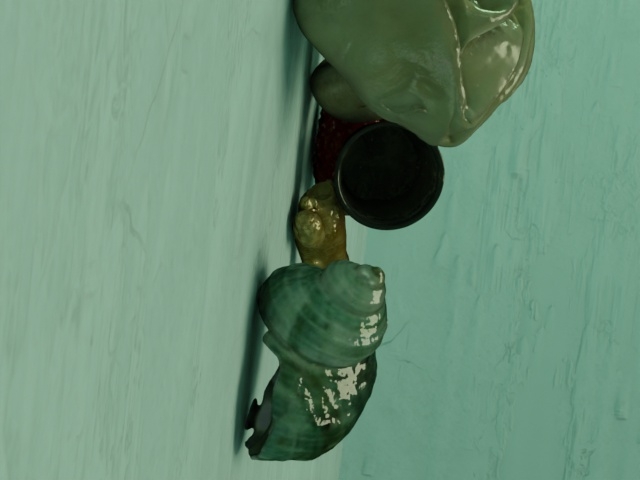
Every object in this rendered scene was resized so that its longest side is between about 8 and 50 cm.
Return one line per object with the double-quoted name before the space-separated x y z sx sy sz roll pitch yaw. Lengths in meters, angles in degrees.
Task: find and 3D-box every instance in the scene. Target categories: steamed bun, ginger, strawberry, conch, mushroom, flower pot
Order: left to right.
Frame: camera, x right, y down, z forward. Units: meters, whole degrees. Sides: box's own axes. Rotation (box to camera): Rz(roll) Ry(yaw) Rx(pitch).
"conch" -0.006 0.128 1.527 0.277 0.195 0.220 -51 179 24
"ginger" 0.001 -0.014 1.832 0.205 0.081 0.115 75 5 -60
"strawberry" 0.078 -0.160 1.957 0.205 0.205 0.244 12 71 -85
"mushroom" 0.072 -0.267 1.776 0.209 0.206 0.206 59 32 -44
"flower pot" 0.088 -0.102 1.806 0.107 0.157 0.157 -121 -145 -72
"steamed bun" 0.148 -0.297 1.560 0.219 0.324 0.310 -30 -164 42
